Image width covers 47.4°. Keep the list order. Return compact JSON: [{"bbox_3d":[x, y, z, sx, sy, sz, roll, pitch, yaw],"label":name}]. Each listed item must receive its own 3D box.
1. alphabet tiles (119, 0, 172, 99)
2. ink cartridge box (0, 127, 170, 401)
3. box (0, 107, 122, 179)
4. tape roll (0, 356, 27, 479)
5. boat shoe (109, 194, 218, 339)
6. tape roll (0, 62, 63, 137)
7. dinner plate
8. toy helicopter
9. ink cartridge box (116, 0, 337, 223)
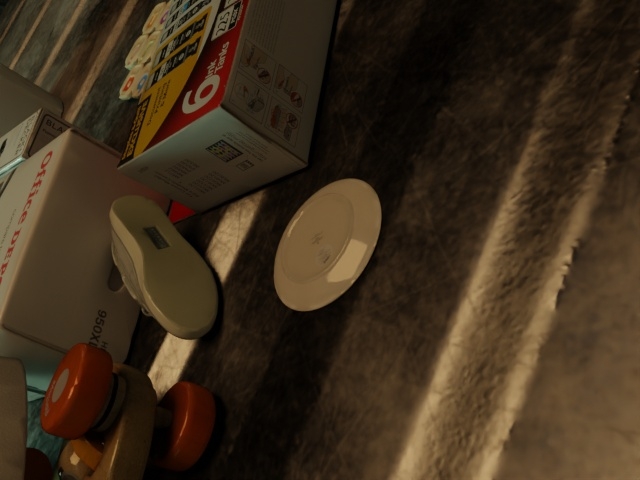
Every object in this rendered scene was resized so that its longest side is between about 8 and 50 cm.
[{"bbox_3d":[-0.249,-0.363,1.253,0.284,0.021,0.278,11,72,52],"label":"alphabet tiles"},{"bbox_3d":[-0.411,0.059,1.008,0.394,0.166,0.286,-21,50,39],"label":"ink cartridge box"},{"bbox_3d":[-0.445,-0.092,1.159,0.289,0.169,0.087,-14,54,43],"label":"box"},{"bbox_3d":[-0.384,0.310,0.760,0.392,0.072,0.392,-31,54,54],"label":"tape roll"},{"bbox_3d":[-0.183,0.041,0.835,0.227,0.079,0.081,52,141,37],"label":"boat shoe"},{"bbox_3d":[-0.696,-0.246,1.567,0.246,0.169,0.246,-30,44,34],"label":"tape roll"},{"bbox_3d":[0.000,0.000,0.699,0.141,0.017,0.141,-28,47,35],"label":"dinner plate"},{"bbox_3d":[-0.233,0.283,0.660,0.235,0.140,0.355,-32,41,42],"label":"toy helicopter"},{"bbox_3d":[-0.127,-0.205,0.902,0.271,0.130,0.310,-20,50,42],"label":"ink cartridge box"}]
